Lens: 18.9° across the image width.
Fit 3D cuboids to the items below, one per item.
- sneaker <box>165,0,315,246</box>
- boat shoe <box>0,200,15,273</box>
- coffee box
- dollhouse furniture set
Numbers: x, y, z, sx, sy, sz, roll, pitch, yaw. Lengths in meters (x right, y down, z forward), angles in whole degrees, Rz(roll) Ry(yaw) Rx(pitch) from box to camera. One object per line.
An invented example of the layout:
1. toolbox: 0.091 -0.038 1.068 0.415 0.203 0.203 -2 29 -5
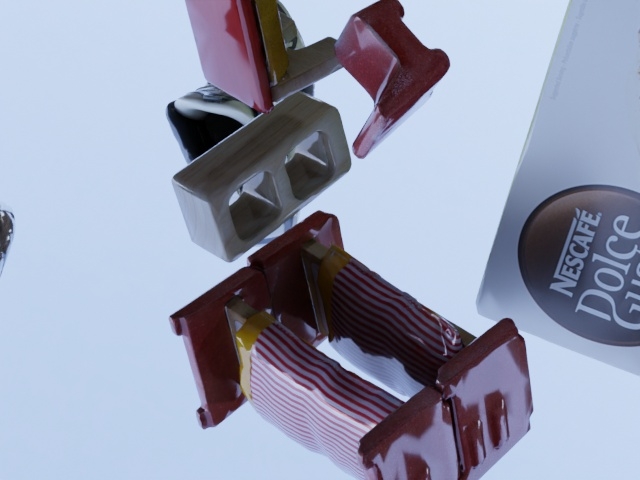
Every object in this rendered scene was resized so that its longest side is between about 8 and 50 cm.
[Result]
1. sneaker: -0.068 -0.124 1.608 0.094 0.153 0.235 2 -108 13
2. boat shoe: -0.265 0.042 1.159 0.116 0.123 0.324 21 -161 -6
3. coffee box: 0.341 -0.103 1.389 0.334 0.338 0.338 21 -142 9
4. dollhouse furniture set: 0.000 0.000 1.241 0.152 0.374 0.201 -38 -134 -25
